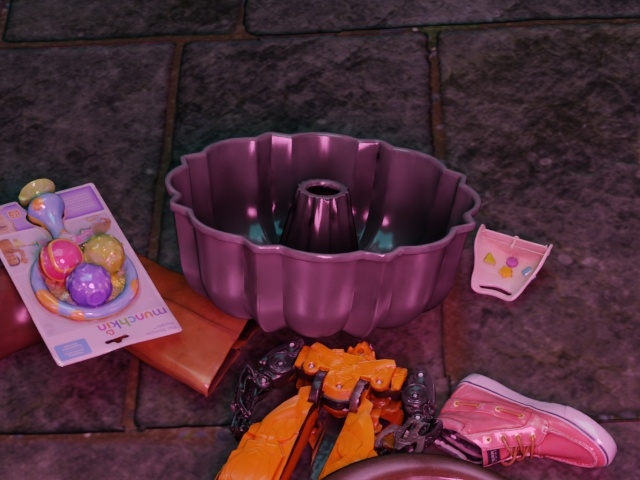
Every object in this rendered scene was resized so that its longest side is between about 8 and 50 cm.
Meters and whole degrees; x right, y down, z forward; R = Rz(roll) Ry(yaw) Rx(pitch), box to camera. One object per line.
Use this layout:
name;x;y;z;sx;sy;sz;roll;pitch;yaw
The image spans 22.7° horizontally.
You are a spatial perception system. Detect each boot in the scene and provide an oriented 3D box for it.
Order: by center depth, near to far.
boot;-0.231;0.105;1.680;0.280;0.096;0.264;25;43;19

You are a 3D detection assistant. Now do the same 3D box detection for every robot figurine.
robot figurine;-0.006;0.214;1.520;0.211;0.085;0.291;13;47;18

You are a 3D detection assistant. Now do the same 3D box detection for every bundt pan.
bundt pan;0.000;0.000;1.671;0.331;0.124;0.331;3;24;-1

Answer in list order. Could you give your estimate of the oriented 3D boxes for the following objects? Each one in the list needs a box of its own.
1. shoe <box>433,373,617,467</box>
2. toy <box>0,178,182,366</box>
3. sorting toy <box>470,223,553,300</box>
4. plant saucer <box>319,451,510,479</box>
shoe;0.192;0.194;1.542;0.178;0.063;0.081;21;51;32
toy;-0.254;0.016;1.662;0.137;0.056;0.237;-16;47;-25
sorting toy;0.200;0.031;1.727;0.083;0.045;0.075;17;55;21
plant saucer;0.096;0.315;1.368;0.311;0.050;0.310;4;58;-6
